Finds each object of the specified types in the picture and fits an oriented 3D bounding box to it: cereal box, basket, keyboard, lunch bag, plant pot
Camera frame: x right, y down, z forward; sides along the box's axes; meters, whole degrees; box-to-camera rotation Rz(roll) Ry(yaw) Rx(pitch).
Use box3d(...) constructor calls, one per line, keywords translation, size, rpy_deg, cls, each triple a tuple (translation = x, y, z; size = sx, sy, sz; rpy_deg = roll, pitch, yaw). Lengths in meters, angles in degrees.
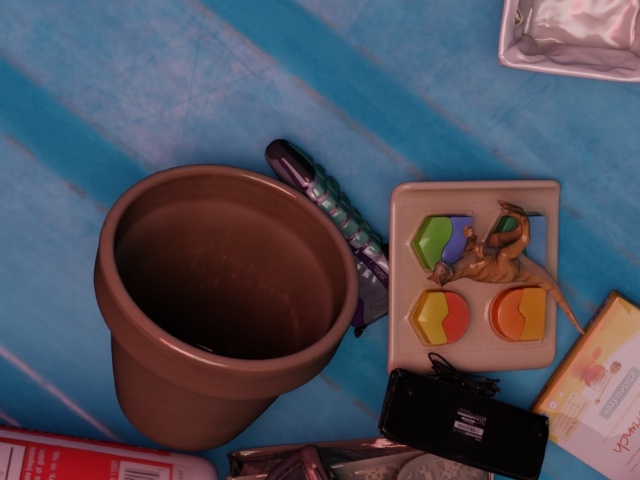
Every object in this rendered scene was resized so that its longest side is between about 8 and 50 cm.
box3d(translation=(0.364, 0.187, 1.729), size=(0.240, 0.047, 0.173), rpy_deg=(32, 101, -2), cls="cereal box")
box3d(translation=(0.265, -0.224, 1.647), size=(0.167, 0.103, 0.113), rpy_deg=(7, 99, 2), cls="basket")
box3d(translation=(0.150, 0.182, 1.688), size=(0.192, 0.038, 0.100), rpy_deg=(21, 79, -20), cls="keyboard")
box3d(translation=(0.056, 0.331, 1.714), size=(0.287, 0.169, 0.235), rpy_deg=(-7, 94, -4), cls="lunch bag")
box3d(translation=(-0.116, 0.089, 1.646), size=(0.263, 0.263, 0.229), rpy_deg=(24, 136, 0), cls="plant pot")

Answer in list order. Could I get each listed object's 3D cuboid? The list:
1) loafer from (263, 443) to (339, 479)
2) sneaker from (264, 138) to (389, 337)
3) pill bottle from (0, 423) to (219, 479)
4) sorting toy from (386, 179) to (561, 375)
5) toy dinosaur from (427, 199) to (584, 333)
box3d(translation=(0.061, 0.325, 1.581), size=(0.302, 0.109, 0.095), rpy_deg=(43, 89, 0), cls="loafer")
box3d(translation=(0.000, 0.000, 1.710), size=(0.098, 0.083, 0.223), rpy_deg=(-40, 95, 13), cls="sneaker")
box3d(translation=(-0.318, 0.301, 1.637), size=(0.408, 0.229, 0.229), rpy_deg=(10, 99, -8), cls="pill bottle")
box3d(translation=(0.164, 0.041, 1.693), size=(0.193, 0.038, 0.208), rpy_deg=(-2, 101, -20), cls="sorting toy")
box3d(translation=(0.192, 0.022, 1.665), size=(0.211, 0.064, 0.112), rpy_deg=(10, 103, -33), cls="toy dinosaur")
